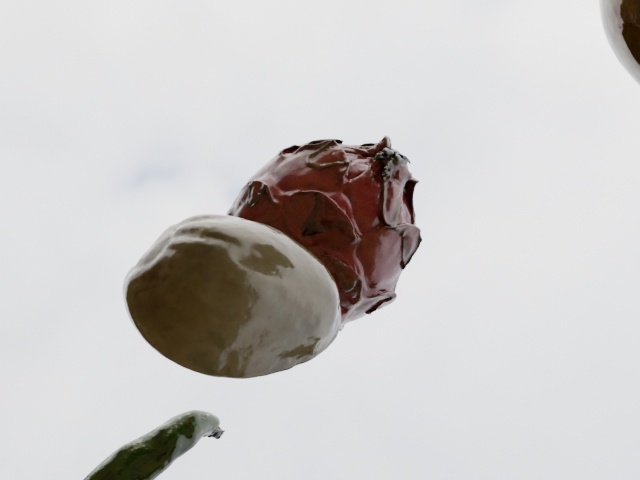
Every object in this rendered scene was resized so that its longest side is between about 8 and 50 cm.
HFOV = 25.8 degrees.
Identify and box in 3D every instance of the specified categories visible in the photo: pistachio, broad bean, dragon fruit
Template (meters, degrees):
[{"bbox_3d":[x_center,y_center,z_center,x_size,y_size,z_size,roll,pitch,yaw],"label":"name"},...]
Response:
[{"bbox_3d":[-0.060,0.041,1.038,0.108,0.185,0.126,-33,-120,47],"label":"pistachio"},{"bbox_3d":[-0.184,0.235,1.528,0.046,0.195,0.061,35,-42,39],"label":"broad bean"},{"bbox_3d":[0.000,0.000,1.257,0.209,0.172,0.172,-41,-96,-4],"label":"dragon fruit"}]

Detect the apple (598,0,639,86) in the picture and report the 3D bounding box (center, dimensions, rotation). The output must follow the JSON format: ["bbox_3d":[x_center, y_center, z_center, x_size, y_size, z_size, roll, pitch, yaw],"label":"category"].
[{"bbox_3d":[0.340,-0.199,1.024,0.264,0.264,0.264,9,-69,26],"label":"apple"}]
